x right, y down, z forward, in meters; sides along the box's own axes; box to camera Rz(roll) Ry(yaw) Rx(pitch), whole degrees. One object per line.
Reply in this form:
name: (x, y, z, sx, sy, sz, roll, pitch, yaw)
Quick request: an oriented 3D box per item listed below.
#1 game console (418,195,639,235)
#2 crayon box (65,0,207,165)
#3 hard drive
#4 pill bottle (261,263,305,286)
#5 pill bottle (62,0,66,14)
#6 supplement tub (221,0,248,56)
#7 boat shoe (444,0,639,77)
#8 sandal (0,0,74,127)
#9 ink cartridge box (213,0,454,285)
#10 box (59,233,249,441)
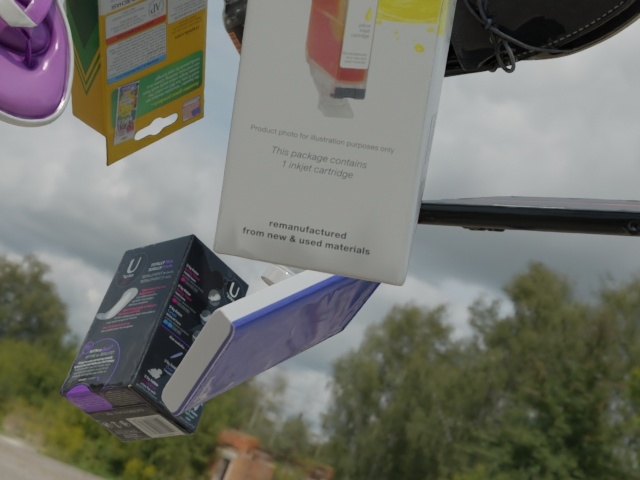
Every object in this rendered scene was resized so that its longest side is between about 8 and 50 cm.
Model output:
game console: (0.351, -0.026, 1.635, 0.386, 0.060, 0.342, 3, 5, 34)
crayon box: (-0.264, -0.291, 1.687, 0.083, 0.203, 0.323, 33, -43, 28)
hard drive: (-0.046, 0.109, 1.539, 0.040, 0.319, 0.210, 51, -45, 17)
pill bottle: (0.000, 0.000, 1.713, 0.108, 0.193, 0.108, 35, -10, 7)
pill bottle: (-0.320, -0.504, 2.095, 0.229, 0.407, 0.229, 6, -46, 7)
supplement tub: (-0.043, -0.359, 2.118, 0.207, 0.207, 0.338, -1, -59, 59)
boat shoe: (0.235, -0.319, 1.627, 0.500, 0.156, 0.186, -7, -69, 34)
sandal: (-0.388, -0.340, 1.405, 0.169, 0.416, 0.102, -3, -17, -29)
ink cartridge box: (0.032, -0.182, 1.002, 0.160, 0.384, 0.279, 10, 10, 6)
box: (-0.245, 0.147, 1.742, 0.165, 0.270, 0.143, -12, -44, 39)
